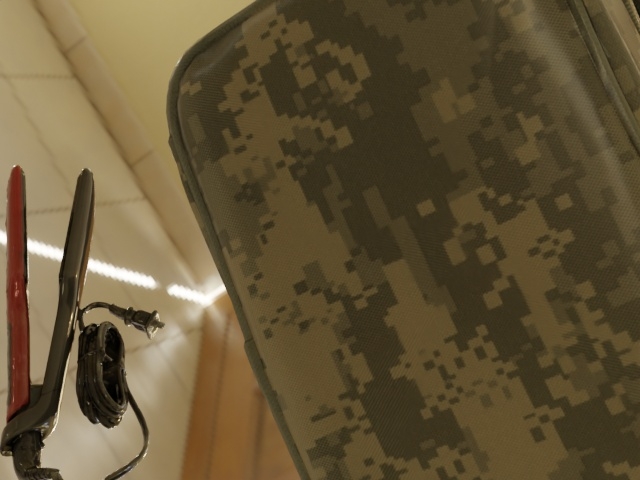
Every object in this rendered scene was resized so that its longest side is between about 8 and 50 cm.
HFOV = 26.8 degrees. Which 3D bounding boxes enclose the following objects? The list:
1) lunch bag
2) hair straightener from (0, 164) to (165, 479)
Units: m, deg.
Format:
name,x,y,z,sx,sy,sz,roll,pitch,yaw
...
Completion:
name,x,y,z,sx,sy,sz,roll,pitch,yaw
lunch bag,0.100,0.001,0.639,0.256,0.212,0.305,-7,71,-65
hair straightener,-0.128,0.044,0.733,0.089,0.047,0.230,0,43,-11
